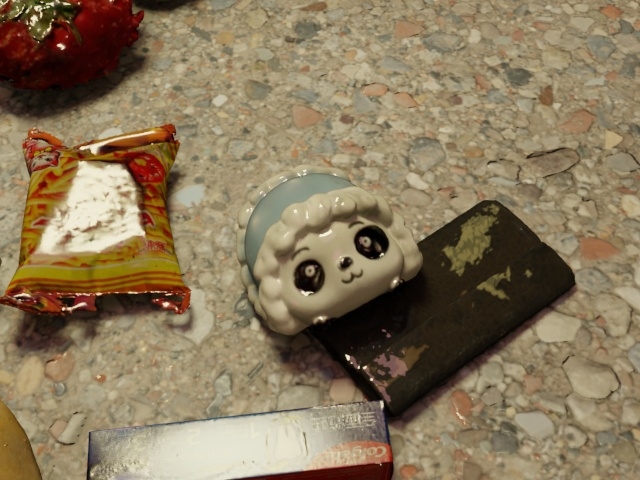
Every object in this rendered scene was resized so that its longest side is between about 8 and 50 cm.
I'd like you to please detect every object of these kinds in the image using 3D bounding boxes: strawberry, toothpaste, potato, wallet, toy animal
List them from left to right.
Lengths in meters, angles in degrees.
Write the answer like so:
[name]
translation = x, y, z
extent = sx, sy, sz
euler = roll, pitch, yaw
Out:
[potato]
translation = -0.354, 0.246, 0.858
extent = 0.109, 0.118, 0.178
euler = -34, 69, 18
[strawberry]
translation = -0.405, -0.352, 1.249
extent = 0.274, 0.220, 0.274
euler = 2, 85, -20
[toothpaste]
translation = -0.085, 0.233, 0.893
extent = 0.320, 0.066, 0.076
euler = -5, 54, -4
[toy animal]
translation = 0.000, 0.000, 0.986
extent = 0.208, 0.156, 0.204
euler = -25, 21, -9
[wallet]
translation = 0.153, 0.069, 1.026
extent = 0.321, 0.044, 0.170
euler = -32, 58, -22

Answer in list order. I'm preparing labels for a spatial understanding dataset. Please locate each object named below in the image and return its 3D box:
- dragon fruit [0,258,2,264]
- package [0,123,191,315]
[dragon fruit]
translation = -0.490, 0.018, 1.024
extent = 0.274, 0.126, 0.161
euler = 31, 50, 22
[package]
translation = -0.279, -0.026, 1.065
extent = 0.223, 0.108, 0.288
euler = -1, 61, -7
